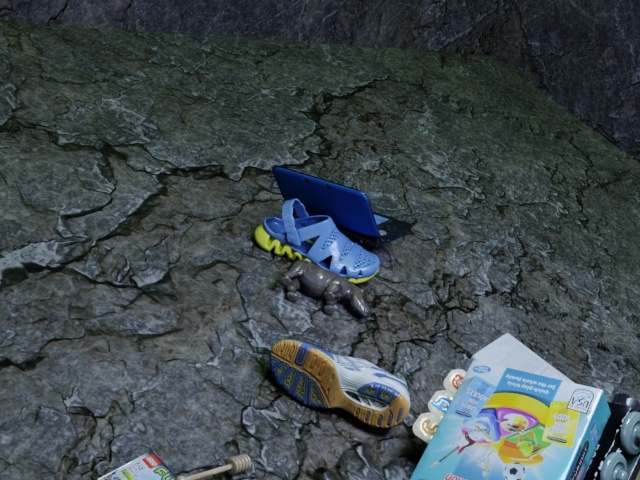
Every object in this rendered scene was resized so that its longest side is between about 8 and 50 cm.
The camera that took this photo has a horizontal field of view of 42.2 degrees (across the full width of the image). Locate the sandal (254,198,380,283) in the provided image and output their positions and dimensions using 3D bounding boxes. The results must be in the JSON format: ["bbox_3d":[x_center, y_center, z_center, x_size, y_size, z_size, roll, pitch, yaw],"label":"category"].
[{"bbox_3d":[0.000,0.000,2.013,0.318,0.138,0.126,22,30,-1],"label":"sandal"}]

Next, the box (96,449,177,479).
[{"bbox_3d":[-0.249,0.433,1.308,0.207,0.036,0.114,38,35,26],"label":"box"}]

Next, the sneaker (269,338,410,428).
[{"bbox_3d":[0.039,0.280,1.666,0.297,0.111,0.131,26,15,6],"label":"sneaker"}]

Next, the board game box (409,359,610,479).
[{"bbox_3d":[0.316,0.382,1.430,0.254,0.079,0.336,8,50,39],"label":"board game box"}]

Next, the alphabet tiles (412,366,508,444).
[{"bbox_3d":[0.327,0.376,1.559,0.278,0.021,0.284,31,61,18],"label":"alphabet tiles"}]

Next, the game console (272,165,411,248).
[{"bbox_3d":[0.058,-0.104,2.099,0.293,0.173,0.250,20,27,32],"label":"game console"}]

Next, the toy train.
[{"bbox_3d":[0.499,0.439,1.473,0.142,0.190,0.334,2,46,48],"label":"toy train"}]

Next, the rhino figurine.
[{"bbox_3d":[0.026,0.114,1.914,0.243,0.073,0.106,21,35,-2],"label":"rhino figurine"}]

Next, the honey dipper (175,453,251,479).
[{"bbox_3d":[-0.182,0.387,1.388,0.161,0.030,0.030,1,34,-51],"label":"honey dipper"}]

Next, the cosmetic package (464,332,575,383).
[{"bbox_3d":[0.397,0.323,1.731,0.184,0.151,0.151,38,37,27],"label":"cosmetic package"}]
